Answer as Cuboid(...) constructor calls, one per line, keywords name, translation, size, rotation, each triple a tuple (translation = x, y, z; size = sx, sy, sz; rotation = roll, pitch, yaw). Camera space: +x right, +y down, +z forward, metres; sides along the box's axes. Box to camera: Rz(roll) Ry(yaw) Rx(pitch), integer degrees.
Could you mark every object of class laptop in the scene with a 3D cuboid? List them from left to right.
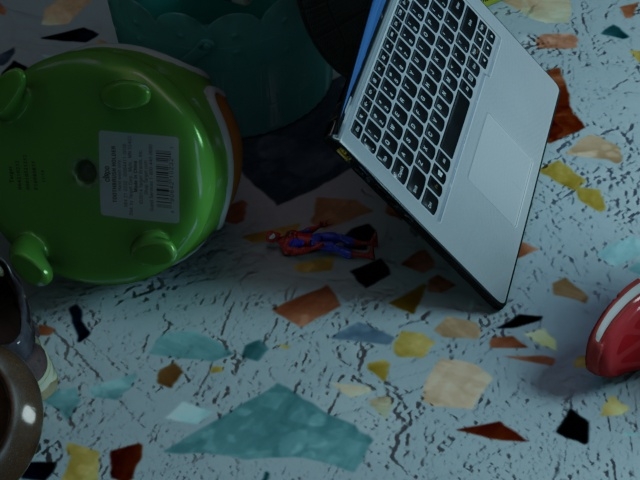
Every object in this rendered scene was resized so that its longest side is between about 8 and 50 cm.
Cuboid(name="laptop", translation=(0.163, -0.224, 1.961), size=(0.236, 0.408, 0.382), rotation=(-30, 25, 36))

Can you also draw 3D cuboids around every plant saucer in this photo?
Cuboid(name="plant saucer", translation=(-0.335, 0.166, 1.803), size=(0.168, 0.029, 0.168), rotation=(-7, 65, 16))

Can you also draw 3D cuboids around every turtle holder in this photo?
Cuboid(name="turtle holder", translation=(-0.226, -0.073, 2.015), size=(0.320, 0.243, 0.227), rotation=(-26, 3, 26))

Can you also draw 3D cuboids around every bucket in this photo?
Cuboid(name="bucket", translation=(-0.110, -0.256, 2.230), size=(0.281, 0.183, 0.281), rotation=(-2, 39, 2))

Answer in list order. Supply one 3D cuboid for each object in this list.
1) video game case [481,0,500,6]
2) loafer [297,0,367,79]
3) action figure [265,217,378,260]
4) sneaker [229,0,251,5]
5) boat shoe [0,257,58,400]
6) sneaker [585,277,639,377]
Cuboid(name="video game case", translation=(0.158, -0.373, 2.464), size=(0.248, 0.035, 0.275), rotation=(-25, 43, -23))
Cuboid(name="loafer", translation=(0.056, -0.218, 2.134), size=(0.096, 0.267, 0.084), rotation=(-21, 25, 24))
Cuboid(name="action figure", translation=(0.000, 0.000, 2.038), size=(0.115, 0.030, 0.038), rotation=(2, 45, 10))
Cuboid(name="sneaker", translation=(-0.093, -0.314, 2.110), size=(0.084, 0.058, 0.152), rotation=(16, 51, 10))
Cuboid(name="boat shoe", translation=(-0.342, 0.052, 1.950), size=(0.102, 0.092, 0.285), rotation=(-19, 43, -20))
Cuboid(name="sneaker", translation=(0.363, 0.085, 1.864), size=(0.221, 0.087, 0.128), rotation=(-30, 45, -27))
